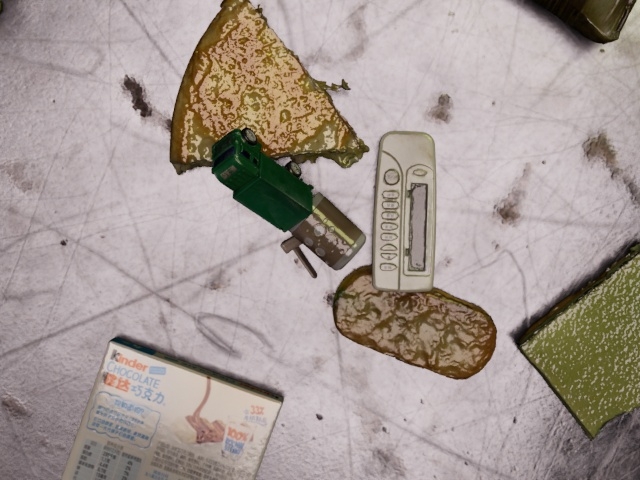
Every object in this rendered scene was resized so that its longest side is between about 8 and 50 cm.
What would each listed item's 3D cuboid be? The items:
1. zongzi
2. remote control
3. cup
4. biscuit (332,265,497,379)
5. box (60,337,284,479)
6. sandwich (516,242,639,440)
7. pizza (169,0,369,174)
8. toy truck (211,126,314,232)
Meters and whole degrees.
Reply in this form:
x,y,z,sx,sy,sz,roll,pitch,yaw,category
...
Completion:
x,y,z,sx,sy,sz,roll,pitch,yaw,category
0.358,-0.429,1.519,0.248,0.111,0.241,31,108,0,zongzi
0.120,-0.041,1.588,0.090,0.049,0.230,2,89,-3,remote control
0.001,0.000,1.589,0.099,0.074,0.102,42,94,-2,cup
0.137,0.120,1.618,0.247,0.029,0.118,22,97,0,biscuit
-0.223,0.310,1.628,0.274,0.048,0.264,21,94,1,box
0.439,0.153,1.603,0.245,0.063,0.212,-38,96,4,sandwich
-0.069,-0.175,1.583,0.288,0.075,0.279,29,98,-3,pizza
-0.082,-0.086,1.524,0.065,0.079,0.147,-34,126,31,toy truck
